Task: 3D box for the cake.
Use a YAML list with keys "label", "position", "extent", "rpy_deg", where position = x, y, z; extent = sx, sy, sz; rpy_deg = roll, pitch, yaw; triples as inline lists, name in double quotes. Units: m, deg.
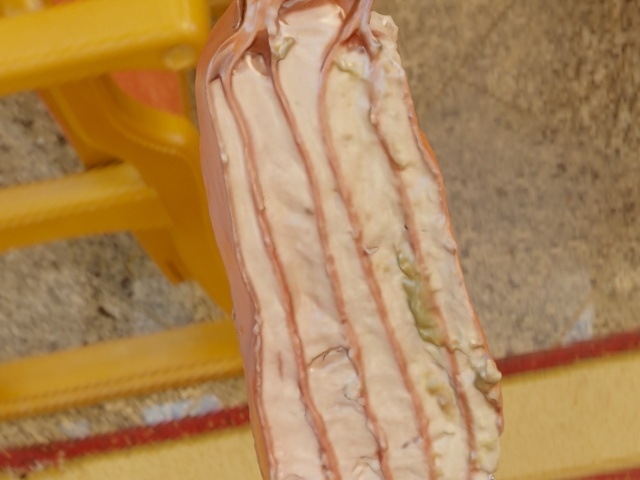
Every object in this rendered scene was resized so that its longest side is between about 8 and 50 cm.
- label: "cake"
  position: [0.007, -0.001, 0.658]
  extent: [0.098, 0.135, 0.287]
  rpy_deg: [-11, 100, -8]
